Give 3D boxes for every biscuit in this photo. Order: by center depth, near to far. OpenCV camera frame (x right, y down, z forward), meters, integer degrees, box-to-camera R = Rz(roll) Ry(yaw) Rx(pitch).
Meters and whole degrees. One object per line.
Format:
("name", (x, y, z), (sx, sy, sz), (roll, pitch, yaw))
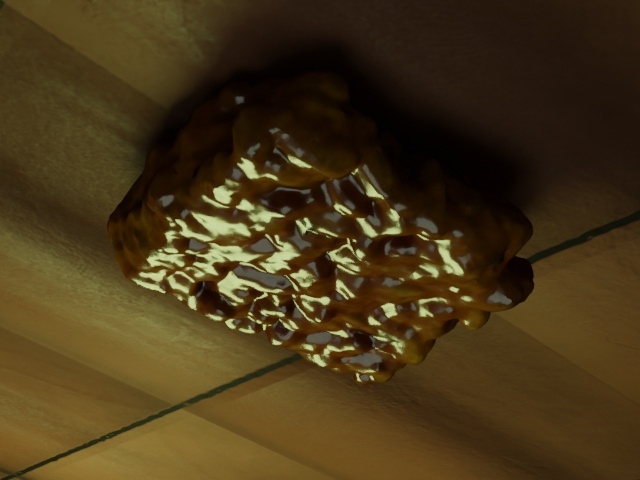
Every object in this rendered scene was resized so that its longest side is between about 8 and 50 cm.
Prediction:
("biscuit", (0.000, 0.000, 0.826), (0.312, 0.111, 0.318), (27, 142, -21))
